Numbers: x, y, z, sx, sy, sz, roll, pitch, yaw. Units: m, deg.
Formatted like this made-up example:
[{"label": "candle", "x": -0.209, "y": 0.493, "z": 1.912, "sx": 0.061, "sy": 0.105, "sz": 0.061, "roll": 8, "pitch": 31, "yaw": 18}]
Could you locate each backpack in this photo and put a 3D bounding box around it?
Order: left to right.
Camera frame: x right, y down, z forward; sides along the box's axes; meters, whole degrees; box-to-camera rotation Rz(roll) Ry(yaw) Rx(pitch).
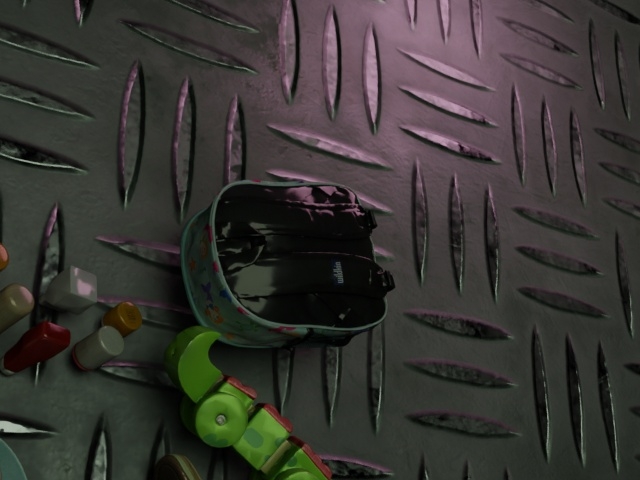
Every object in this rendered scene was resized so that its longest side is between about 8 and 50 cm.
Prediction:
[{"label": "backpack", "x": -0.062, "y": 0.036, "z": 1.283, "sx": 0.253, "sy": 0.191, "sz": 0.225, "roll": 4, "pitch": 65, "yaw": -41}]

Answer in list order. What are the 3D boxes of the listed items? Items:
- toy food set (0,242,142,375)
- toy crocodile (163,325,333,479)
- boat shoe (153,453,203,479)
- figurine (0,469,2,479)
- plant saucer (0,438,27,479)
[{"label": "toy food set", "x": -0.331, "y": 0.097, "z": 1.150, "sx": 0.232, "sy": 0.104, "sz": 0.111, "roll": 28, "pitch": 40, "yaw": -44}, {"label": "toy crocodile", "x": -0.072, "y": 0.251, "z": 1.210, "sx": 0.105, "sy": 0.115, "sz": 0.340, "roll": -45, "pitch": 100, "yaw": -15}, {"label": "boat shoe", "x": -0.142, "y": 0.342, "z": 1.180, "sx": 0.072, "sy": 0.068, "sz": 0.190, "roll": -20, "pitch": 92, "yaw": -52}, {"label": "figurine", "x": -0.450, "y": 0.183, "z": 0.974, "sx": 0.209, "sy": 0.092, "sz": 0.215, "roll": -15, "pitch": 54, "yaw": -24}, {"label": "plant saucer", "x": -0.407, "y": 0.285, "z": 1.027, "sx": 0.194, "sy": 0.037, "sz": 0.195, "roll": 14, "pitch": 63, "yaw": -30}]
